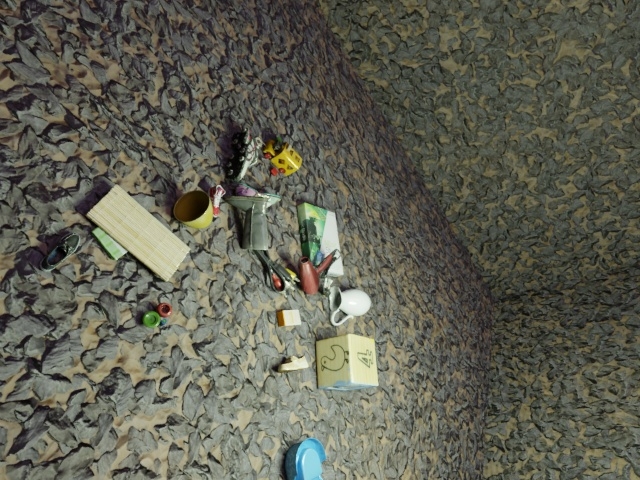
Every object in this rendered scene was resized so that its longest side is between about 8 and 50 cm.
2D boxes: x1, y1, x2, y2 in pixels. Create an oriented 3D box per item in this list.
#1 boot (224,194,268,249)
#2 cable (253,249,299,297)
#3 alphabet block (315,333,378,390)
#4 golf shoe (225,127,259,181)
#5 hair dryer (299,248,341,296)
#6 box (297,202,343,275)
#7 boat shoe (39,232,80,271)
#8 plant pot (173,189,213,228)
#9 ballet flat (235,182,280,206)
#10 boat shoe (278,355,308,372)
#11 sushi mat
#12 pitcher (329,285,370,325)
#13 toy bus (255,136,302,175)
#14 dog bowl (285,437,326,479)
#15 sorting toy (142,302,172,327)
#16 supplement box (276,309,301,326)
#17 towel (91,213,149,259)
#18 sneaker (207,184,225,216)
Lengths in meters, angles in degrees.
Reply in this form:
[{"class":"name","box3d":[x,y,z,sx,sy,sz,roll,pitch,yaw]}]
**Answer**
[{"class":"boot","box3d":[-0.288,-0.069,1.811,0.076,0.189,0.209,-31,126,-75]},{"class":"cable","box3d":[-0.207,0.109,1.882,0.287,0.072,0.139,46,51,-9]},{"class":"alphabet block","box3d":[0.111,0.516,1.951,0.193,0.192,0.197,25,53,-47]},{"class":"golf shoe","box3d":[-0.307,-0.340,1.922,0.120,0.105,0.273,42,43,-42]},{"class":"hair dryer","box3d":[-0.017,0.126,2.008,0.293,0.080,0.224,22,80,-63]},{"class":"box","box3d":[0.000,0.000,2.185,0.232,0.058,0.323,14,61,-49]},{"class":"boat shoe","box3d":[-0.699,0.028,1.263,0.049,0.040,0.142,49,40,-25]},{"class":"plant pot","box3d":[-0.430,-0.094,1.626,0.095,0.134,0.134,68,22,-56]},{"class":"ballet flat","box3d":[-0.262,-0.171,1.927,0.221,0.076,0.079,16,79,-43]},{"class":"boat shoe","box3d":[-0.110,0.474,1.796,0.170,0.062,0.059,16,57,-59]},{"class":"sushi mat","box3d":[-0.557,-0.021,1.456,0.316,0.019,0.152,47,42,-25]},{"class":"pitcher","box3d":[0.130,0.310,2.160,0.207,0.125,0.178,13,85,-40]},{"class":"toy bus","box3d":[-0.174,-0.399,2.123,0.202,0.104,0.191,-13,83,-55]},{"class":"dog bowl","box3d":[-0.042,0.868,1.666,0.165,0.074,0.298,3,70,-52]},{"class":"sorting toy","box3d":[-0.499,0.237,1.428,0.061,0.042,0.102,50,49,1]},{"class":"supplement box","box3d":[-0.127,0.313,1.872,0.098,0.036,0.062,8,66,-51]},{"class":"towel","box3d":[-0.612,-0.021,1.426,0.113,0.023,0.152,56,39,-14]},{"class":"sneaker","box3d":[-0.388,-0.152,1.743,0.042,0.066,0.119,7,67,-51]}]
